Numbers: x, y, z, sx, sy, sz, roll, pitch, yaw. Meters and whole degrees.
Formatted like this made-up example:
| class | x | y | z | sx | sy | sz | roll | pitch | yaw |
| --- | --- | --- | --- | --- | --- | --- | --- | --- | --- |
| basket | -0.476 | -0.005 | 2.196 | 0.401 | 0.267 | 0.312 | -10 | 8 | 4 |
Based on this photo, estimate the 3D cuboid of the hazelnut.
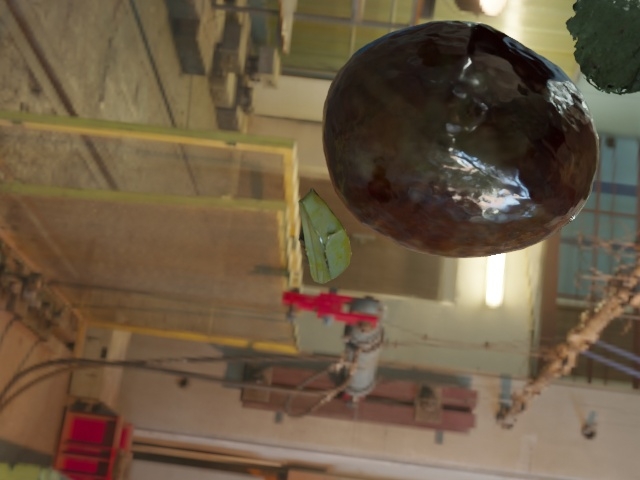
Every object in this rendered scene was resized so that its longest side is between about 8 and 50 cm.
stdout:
| class | x | y | z | sx | sy | sz | roll | pitch | yaw |
| --- | --- | --- | --- | --- | --- | --- | --- | --- | --- |
| hazelnut | 0.202 | -0.146 | 1.360 | 0.352 | 0.421 | 0.421 | -59 | 177 | -1 |

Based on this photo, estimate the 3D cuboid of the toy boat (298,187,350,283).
| class | x | y | z | sx | sy | sz | roll | pitch | yaw |
| --- | --- | --- | --- | --- | --- | --- | --- | --- | --- |
| toy boat | 0.000 | 0.000 | 1.291 | 0.065 | 0.066 | 0.172 | -44 | 147 | -25 |

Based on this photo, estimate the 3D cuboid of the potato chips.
| class | x | y | z | sx | sy | sz | roll | pitch | yaw |
| --- | --- | --- | --- | --- | --- | --- | --- | --- | --- |
| potato chips | 0.355 | -0.197 | 0.860 | 0.167 | 0.228 | 0.059 | -89 | 162 | -52 |
